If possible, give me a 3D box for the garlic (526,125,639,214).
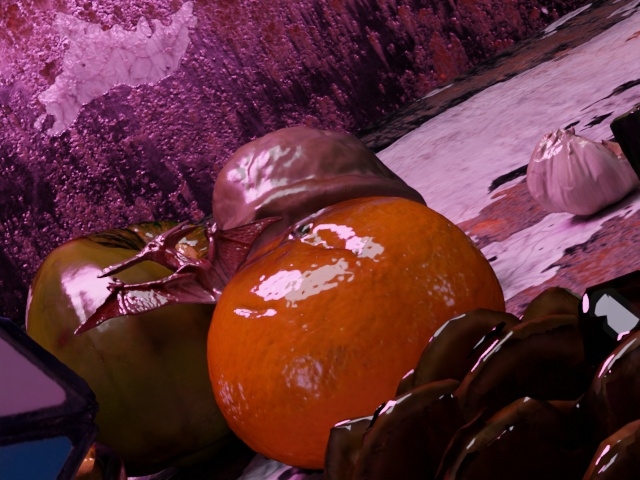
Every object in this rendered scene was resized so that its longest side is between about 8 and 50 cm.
[{"bbox_3d":[0.251,-0.062,1.287,0.113,0.094,0.074,-22,51,11],"label":"garlic"}]

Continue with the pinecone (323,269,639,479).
[{"bbox_3d":[0.095,0.116,0.360,0.221,0.221,0.221,-28,9,5],"label":"pinecone"}]

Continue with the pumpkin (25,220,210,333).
[{"bbox_3d":[-0.166,0.090,1.401,0.260,0.189,0.260,5,21,-2],"label":"pumpkin"}]

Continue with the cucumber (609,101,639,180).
[{"bbox_3d":[0.329,-0.088,1.079,0.191,0.130,0.191,-29,2,1],"label":"cucumber"}]

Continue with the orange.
[{"bbox_3d":[0.022,0.063,0.991,0.224,0.170,0.224,-29,7,4],"label":"orange"}]

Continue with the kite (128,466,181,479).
[{"bbox_3d":[-0.214,0.216,1.342,0.204,0.022,0.360,-30,10,-17],"label":"kite"}]

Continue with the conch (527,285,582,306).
[{"bbox_3d":[0.174,0.068,0.811,0.095,0.079,0.201,-20,18,-41],"label":"conch"}]

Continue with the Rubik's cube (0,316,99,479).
[{"bbox_3d":[-0.387,0.175,0.969,0.307,0.310,0.305,-25,29,39],"label":"Rubik's cube"}]

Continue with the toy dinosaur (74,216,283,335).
[{"bbox_3d":[-0.103,0.027,1.082,0.220,0.108,0.032,-30,-37,-41],"label":"toy dinosaur"}]

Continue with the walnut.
[{"bbox_3d":[0.000,0.000,1.252,0.224,0.224,0.224,-28,9,5],"label":"walnut"}]

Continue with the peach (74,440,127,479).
[{"bbox_3d":[-0.243,0.254,1.064,0.279,0.068,0.189,-25,23,38],"label":"peach"}]

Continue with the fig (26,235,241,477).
[{"bbox_3d":[-0.150,0.089,1.160,0.203,0.225,0.203,-28,-13,-7],"label":"fig"}]
